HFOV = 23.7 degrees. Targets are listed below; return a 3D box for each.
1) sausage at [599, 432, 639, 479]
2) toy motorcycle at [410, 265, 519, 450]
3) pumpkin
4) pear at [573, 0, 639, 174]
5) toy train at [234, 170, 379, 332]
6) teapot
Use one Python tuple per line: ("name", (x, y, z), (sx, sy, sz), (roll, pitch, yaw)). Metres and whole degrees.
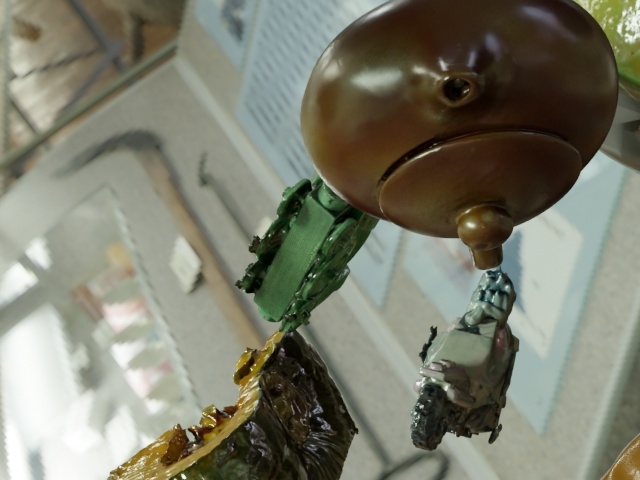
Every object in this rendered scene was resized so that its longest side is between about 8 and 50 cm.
("sausage", (0.327, 0.209, 1.324), (0.241, 0.120, 0.136), (-43, 5, 22))
("toy motorcycle", (0.166, 0.126, 1.712), (0.108, 0.204, 0.239), (12, 6, 9))
("pumpkin", (-0.086, 0.215, 1.421), (0.190, 0.139, 0.280), (-33, 11, 20))
("pear", (0.380, -0.176, 1.615), (0.165, 0.399, 0.399), (-49, 29, -14))
("toy train", (0.000, 0.000, 1.229), (0.104, 0.071, 0.178), (-36, -16, -39))
("teapot", (0.082, -0.047, 0.861), (0.178, 0.252, 0.135), (-8, 63, 7))
